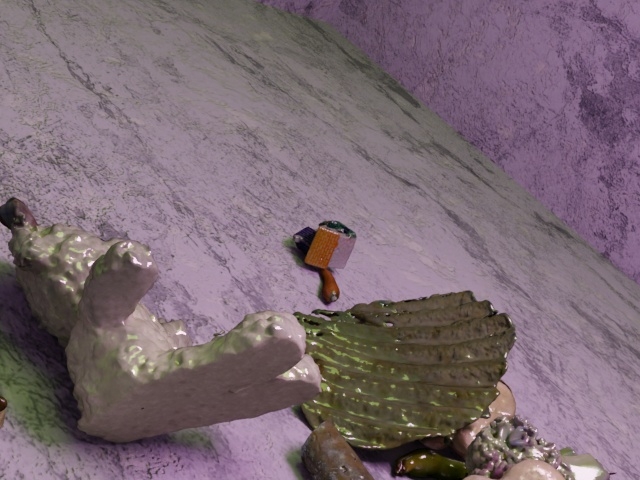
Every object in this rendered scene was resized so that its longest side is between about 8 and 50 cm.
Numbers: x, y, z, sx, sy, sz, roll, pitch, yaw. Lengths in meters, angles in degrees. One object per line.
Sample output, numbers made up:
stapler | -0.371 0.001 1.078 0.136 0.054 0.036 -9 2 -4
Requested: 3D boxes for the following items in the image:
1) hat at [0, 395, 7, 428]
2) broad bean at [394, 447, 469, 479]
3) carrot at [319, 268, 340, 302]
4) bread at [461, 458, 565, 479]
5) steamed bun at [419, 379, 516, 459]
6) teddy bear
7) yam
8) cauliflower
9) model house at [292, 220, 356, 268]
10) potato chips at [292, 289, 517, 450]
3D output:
hat | -0.403 0.191 1.019 0.077 0.059 0.076 41 29 7
broad bean | 0.230 0.383 1.430 0.256 0.052 0.053 21 40 -21
carrot | 0.017 0.089 1.763 0.035 0.035 0.142 25 17 -16
bread | 0.266 0.441 1.114 0.316 0.316 0.054 32 -16 0
steamed bun | 0.238 0.309 1.519 0.177 0.106 0.192 13 35 -1
teddy bear | -0.228 0.066 1.174 0.327 0.375 0.362 72 0 -59
yam | 0.035 0.342 1.244 0.078 0.078 0.179 6 35 -45
cauliflower | 0.339 0.378 1.313 0.315 0.239 0.256 -16 52 -25
model house | 0.000 0.000 1.825 0.100 0.088 0.100 9 19 -45
potato chips | 0.133 0.189 1.497 0.389 0.097 0.373 -10 34 -11
